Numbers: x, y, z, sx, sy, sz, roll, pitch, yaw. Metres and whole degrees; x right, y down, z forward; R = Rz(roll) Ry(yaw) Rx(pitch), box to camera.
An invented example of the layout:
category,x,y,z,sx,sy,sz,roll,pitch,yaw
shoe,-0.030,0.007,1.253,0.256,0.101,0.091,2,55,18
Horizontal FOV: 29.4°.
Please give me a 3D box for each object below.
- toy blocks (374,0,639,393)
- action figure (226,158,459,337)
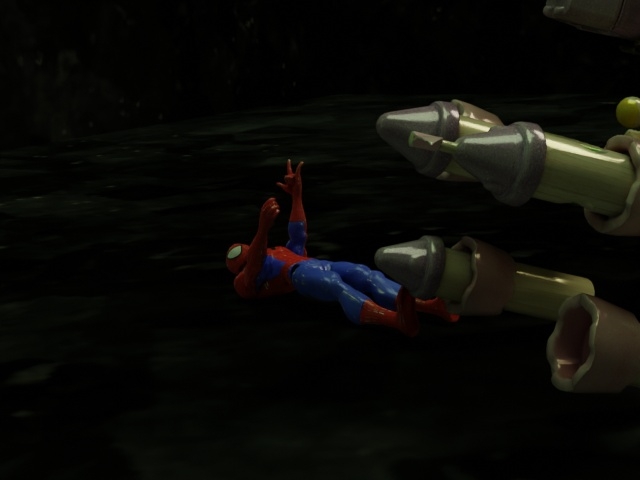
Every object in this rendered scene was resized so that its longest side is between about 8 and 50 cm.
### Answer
category,x,y,z,sx,sy,sz,roll,pitch,yaw
toy blocks,0.156,-0.073,0.887,0.260,0.309,0.288,13,6,-15
action figure,0.000,0.000,1.137,0.091,0.139,0.280,-12,12,-41
